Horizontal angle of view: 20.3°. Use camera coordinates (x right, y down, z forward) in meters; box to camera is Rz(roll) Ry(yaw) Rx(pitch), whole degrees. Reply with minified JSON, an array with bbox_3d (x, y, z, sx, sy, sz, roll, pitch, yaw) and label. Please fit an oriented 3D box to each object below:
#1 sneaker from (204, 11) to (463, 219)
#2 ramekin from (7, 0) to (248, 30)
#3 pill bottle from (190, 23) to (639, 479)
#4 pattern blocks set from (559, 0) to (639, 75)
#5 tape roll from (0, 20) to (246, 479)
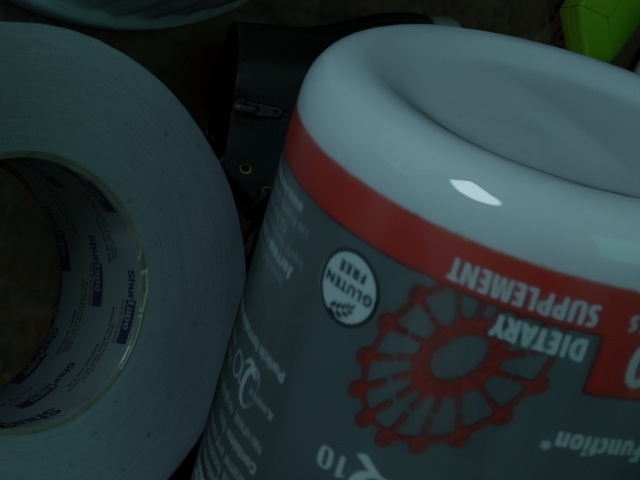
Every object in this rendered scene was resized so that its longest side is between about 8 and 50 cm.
[{"bbox_3d":[0.000,0.000,0.858,0.118,0.083,0.222,-1,103,-17],"label":"sneaker"},{"bbox_3d":[-0.056,-0.225,0.754,0.273,0.127,0.273,-3,95,-37],"label":"ramekin"},{"bbox_3d":[0.050,0.112,0.750,0.210,0.210,0.363,-2,119,-37],"label":"pill bottle"},{"bbox_3d":[0.222,-0.044,1.040,0.325,0.026,0.285,-45,118,-26],"label":"pattern blocks set"},{"bbox_3d":[-0.139,0.019,0.744,0.219,0.072,0.219,-3,95,-38],"label":"tape roll"}]
